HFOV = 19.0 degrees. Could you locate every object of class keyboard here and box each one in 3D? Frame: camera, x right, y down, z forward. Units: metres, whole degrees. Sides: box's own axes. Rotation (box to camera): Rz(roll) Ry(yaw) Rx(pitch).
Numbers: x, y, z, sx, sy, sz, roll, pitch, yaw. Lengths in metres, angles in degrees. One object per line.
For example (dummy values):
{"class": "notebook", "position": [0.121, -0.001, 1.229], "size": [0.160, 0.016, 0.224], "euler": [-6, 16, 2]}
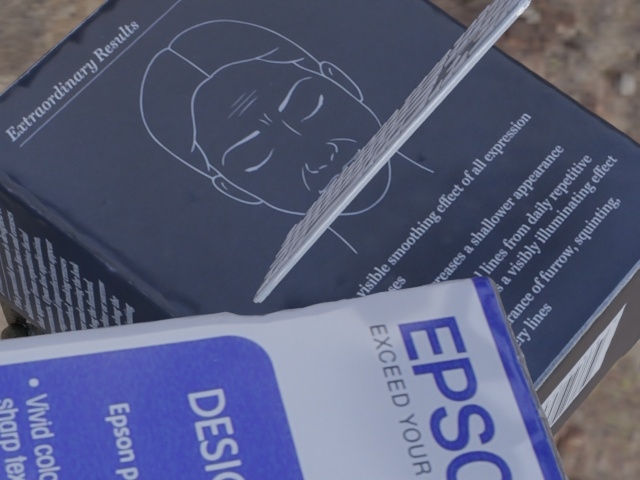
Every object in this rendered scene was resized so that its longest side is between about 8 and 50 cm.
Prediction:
{"class": "keyboard", "position": [0.041, -0.059, 1.025], "size": [0.014, 0.256, 0.072], "euler": [40, 37, -3]}

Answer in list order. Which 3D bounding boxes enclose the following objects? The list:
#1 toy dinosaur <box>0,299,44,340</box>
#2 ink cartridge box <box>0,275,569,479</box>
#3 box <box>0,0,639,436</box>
{"class": "toy dinosaur", "position": [-0.215, 0.027, 1.519], "size": [0.121, 0.160, 0.314], "euler": [-10, 119, -19]}
{"class": "ink cartridge box", "position": [-0.070, 0.162, 0.405], "size": [0.307, 0.072, 0.304], "euler": [-6, 54, -15]}
{"class": "box", "position": [0.000, 0.000, 1.293], "size": [0.395, 0.212, 0.293], "euler": [37, 66, 16]}
